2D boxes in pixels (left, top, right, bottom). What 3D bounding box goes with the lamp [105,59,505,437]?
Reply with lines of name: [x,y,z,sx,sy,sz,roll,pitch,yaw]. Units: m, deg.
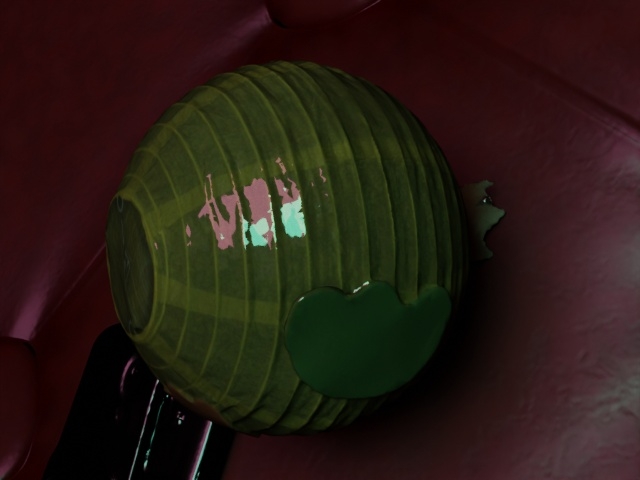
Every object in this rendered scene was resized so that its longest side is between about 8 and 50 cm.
lamp: [0.000,0.000,0.822,0.250,0.284,0.250,30,124,57]

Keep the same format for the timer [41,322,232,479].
timer: [-0.142,0.157,0.933,0.144,0.055,0.187,8,73,35]
